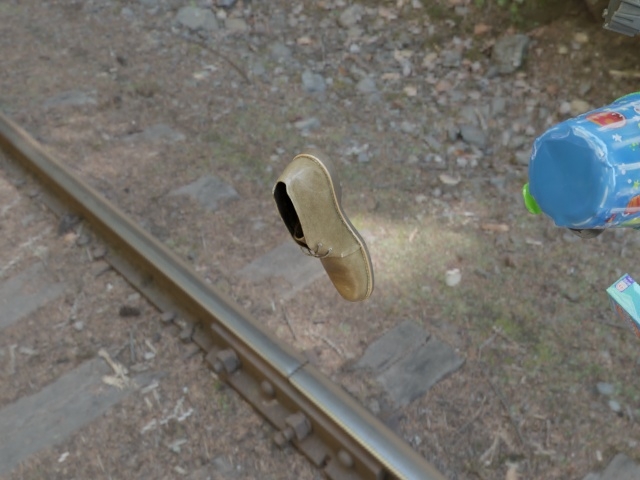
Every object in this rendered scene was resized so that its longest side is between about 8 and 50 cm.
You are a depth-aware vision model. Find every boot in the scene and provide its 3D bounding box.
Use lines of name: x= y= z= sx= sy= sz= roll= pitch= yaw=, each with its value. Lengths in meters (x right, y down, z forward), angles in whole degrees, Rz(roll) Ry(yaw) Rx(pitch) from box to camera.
boot: x=0.000 y=0.000 z=1.328 sx=0.112 sy=0.305 sz=0.115 roll=1 pitch=36 yaw=39

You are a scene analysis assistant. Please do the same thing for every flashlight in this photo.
flashlight: x=0.678 y=-0.390 z=1.412 sx=0.304 sy=0.103 sz=0.103 roll=12 pitch=65 yaw=-2

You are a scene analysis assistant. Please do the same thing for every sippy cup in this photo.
sippy cup: x=0.464 y=-0.116 z=1.227 sx=0.224 sy=0.305 sz=0.240 roll=-11 pitch=46 yaw=-30

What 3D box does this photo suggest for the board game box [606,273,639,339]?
board game box: x=0.564 y=0.161 z=1.258 sx=0.047 sy=0.160 sz=0.210 roll=-41 pitch=61 yaw=7

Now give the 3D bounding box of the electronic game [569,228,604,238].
electronic game: x=0.534 y=-0.115 z=1.596 sx=0.048 sy=0.229 sz=0.229 roll=-14 pitch=40 yaw=-9
